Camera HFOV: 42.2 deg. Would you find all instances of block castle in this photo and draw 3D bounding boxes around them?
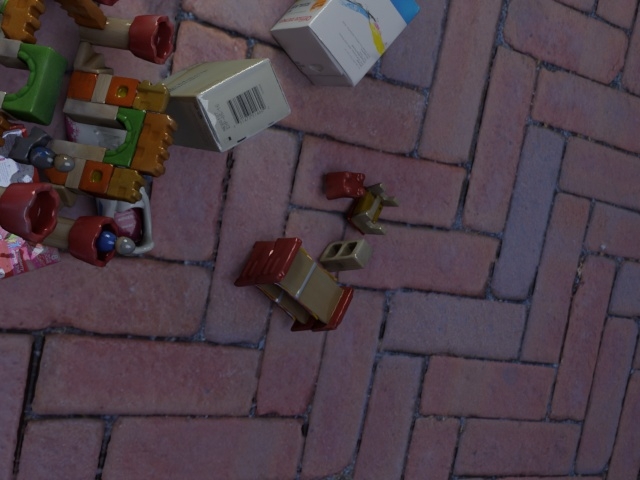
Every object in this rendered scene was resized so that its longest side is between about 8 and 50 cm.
[{"bbox_3d":[-0.375,-0.200,1.320,0.303,0.212,0.454,51,51,-74],"label":"block castle"}]

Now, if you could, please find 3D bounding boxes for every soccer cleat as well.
[{"bbox_3d":[-0.381,-0.126,1.561,0.116,0.143,0.332,-23,110,-26],"label":"soccer cleat"}]

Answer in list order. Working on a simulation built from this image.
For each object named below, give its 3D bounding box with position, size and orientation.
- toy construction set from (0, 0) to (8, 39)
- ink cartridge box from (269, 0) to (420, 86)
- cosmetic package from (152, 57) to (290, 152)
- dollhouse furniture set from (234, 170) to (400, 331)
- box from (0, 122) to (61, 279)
[{"bbox_3d":[-0.615,-0.414,1.336,0.327,0.215,0.151,18,46,-33],"label":"toy construction set"},{"bbox_3d":[0.050,-0.462,1.745,0.233,0.171,0.168,-51,120,-14],"label":"ink cartridge box"},{"bbox_3d":[-0.206,-0.255,1.547,0.160,0.309,0.113,-33,115,-23],"label":"cosmetic package"},{"bbox_3d":[0.000,0.000,1.843,0.201,0.152,0.374,45,58,-29],"label":"dollhouse furniture set"},{"bbox_3d":[-0.566,-0.071,1.469,0.128,0.122,0.257,-19,109,-29],"label":"box"}]
